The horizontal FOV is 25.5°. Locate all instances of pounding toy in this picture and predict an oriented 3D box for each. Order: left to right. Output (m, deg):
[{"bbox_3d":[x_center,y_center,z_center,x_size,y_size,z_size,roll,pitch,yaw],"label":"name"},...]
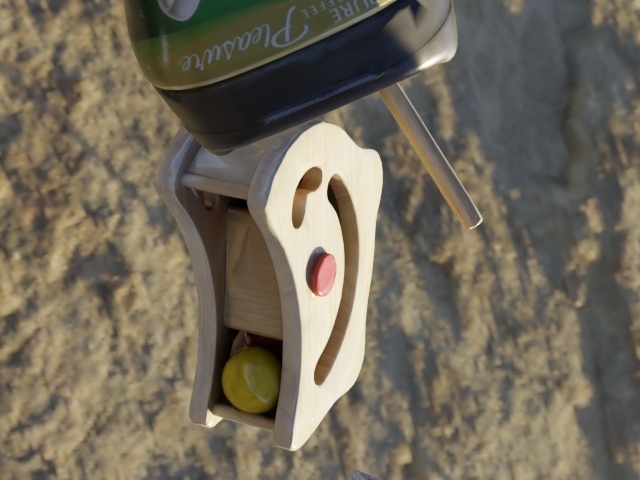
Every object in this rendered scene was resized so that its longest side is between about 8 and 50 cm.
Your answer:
[{"bbox_3d":[0.000,0.000,0.875,0.154,0.155,0.269,-19,117,-60],"label":"pounding toy"}]

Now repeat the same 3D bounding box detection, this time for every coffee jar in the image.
[{"bbox_3d":[-0.033,-0.114,0.386,0.079,0.096,0.184,-97,162,-56],"label":"coffee jar"}]

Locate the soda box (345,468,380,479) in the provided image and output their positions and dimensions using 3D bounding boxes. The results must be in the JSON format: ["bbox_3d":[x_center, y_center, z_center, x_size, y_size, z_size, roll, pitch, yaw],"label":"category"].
[{"bbox_3d":[0.104,0.301,1.264,0.286,0.098,0.091,33,8,-46],"label":"soda box"}]
